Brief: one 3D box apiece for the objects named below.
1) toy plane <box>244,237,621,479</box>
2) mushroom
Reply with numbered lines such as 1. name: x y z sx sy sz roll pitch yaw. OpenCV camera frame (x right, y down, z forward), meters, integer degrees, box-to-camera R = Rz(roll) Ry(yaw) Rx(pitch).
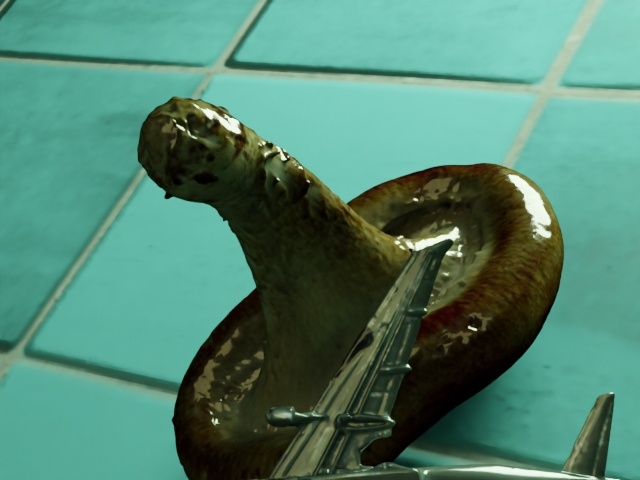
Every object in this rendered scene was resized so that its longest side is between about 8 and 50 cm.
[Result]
1. toy plane: 0.023 0.111 0.659 0.226 0.058 0.226 -2 76 -7
2. mushroom: 0.000 0.000 0.725 0.227 0.217 0.148 -44 42 -16
